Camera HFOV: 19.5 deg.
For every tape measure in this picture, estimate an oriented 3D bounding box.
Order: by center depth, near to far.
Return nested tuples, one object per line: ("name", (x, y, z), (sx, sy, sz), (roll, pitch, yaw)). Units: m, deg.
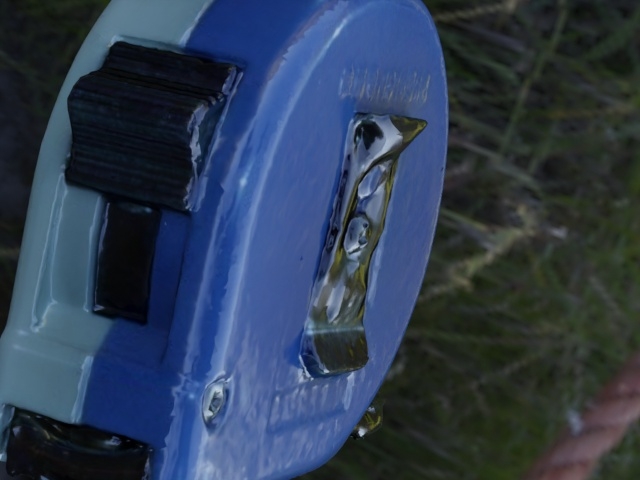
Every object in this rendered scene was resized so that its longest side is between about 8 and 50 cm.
("tape measure", (0.000, 0.000, 0.765), (0.351, 0.098, 0.215), (-5, 108, -68))
